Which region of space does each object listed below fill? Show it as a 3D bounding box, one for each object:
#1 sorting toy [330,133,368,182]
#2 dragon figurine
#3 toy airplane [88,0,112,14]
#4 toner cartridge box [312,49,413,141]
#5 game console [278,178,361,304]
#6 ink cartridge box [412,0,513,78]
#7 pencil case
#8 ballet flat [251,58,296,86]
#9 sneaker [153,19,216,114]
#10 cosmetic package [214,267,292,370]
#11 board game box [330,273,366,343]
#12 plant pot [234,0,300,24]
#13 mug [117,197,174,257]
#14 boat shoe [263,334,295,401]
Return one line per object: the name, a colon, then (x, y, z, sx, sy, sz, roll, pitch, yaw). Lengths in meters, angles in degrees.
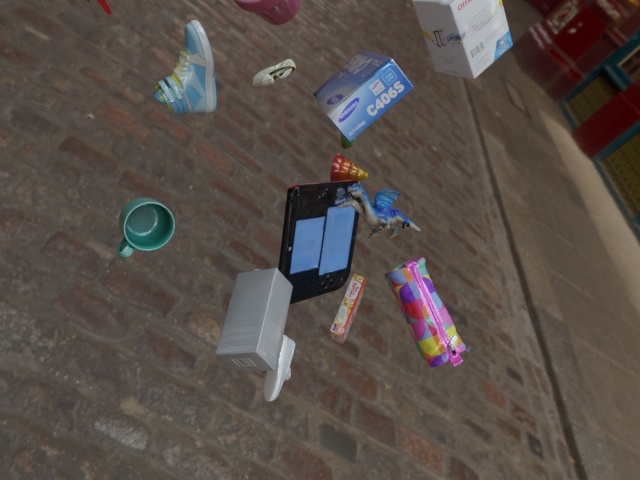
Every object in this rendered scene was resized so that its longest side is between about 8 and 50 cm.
sorting toy: (0.142, -0.357, 1.952, 0.126, 0.366, 0.127, 14, -5, 18)
dragon figurine: (0.173, -0.084, 1.486, 0.289, 0.085, 0.144, -2, 66, -37)
toy airplane: (-0.653, -0.745, 1.622, 0.151, 0.151, 0.028, 37, 43, -11)
toner cartridge box: (0.079, -0.329, 1.204, 0.075, 0.165, 0.348, 46, 11, -20)
game console: (0.000, 0.000, 1.745, 0.060, 0.387, 0.342, 19, 20, 34)
ink cartridge box: (0.403, -0.615, 1.555, 0.168, 0.171, 0.233, 36, -17, 51)
pencil case: (0.227, 0.155, 1.172, 0.104, 0.104, 0.237, -14, 75, -52)
ballet flat: (-0.162, -0.577, 1.905, 0.052, 0.168, 0.057, 59, -2, 29)
sneaker: (-0.473, -0.570, 1.860, 0.208, 0.319, 0.127, -18, 38, -23)
cosmetic package: (-0.161, 0.194, 1.363, 0.107, 0.127, 0.238, 55, 37, -42)
board game box: (0.086, 0.217, 1.716, 0.045, 0.147, 0.194, 21, 73, 10)
plant pot: (-0.148, -0.729, 1.582, 0.201, 0.201, 0.180, 57, 11, 19)
mug: (-0.472, -0.042, 1.435, 0.157, 0.130, 0.097, -23, 26, -24)
boat shoe: (-0.108, 0.353, 1.501, 0.063, 0.066, 0.184, 30, 50, -30)
